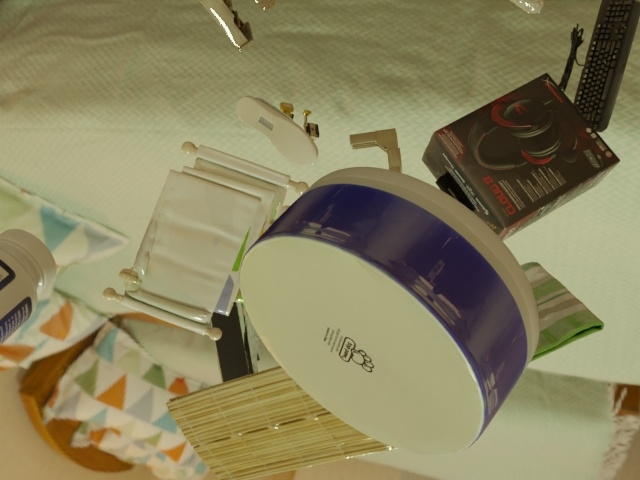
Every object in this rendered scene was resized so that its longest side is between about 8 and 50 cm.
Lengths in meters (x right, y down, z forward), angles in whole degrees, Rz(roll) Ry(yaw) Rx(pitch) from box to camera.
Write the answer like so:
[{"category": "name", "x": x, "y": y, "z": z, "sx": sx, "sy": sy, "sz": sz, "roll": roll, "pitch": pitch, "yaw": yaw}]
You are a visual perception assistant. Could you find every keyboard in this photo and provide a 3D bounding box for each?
[{"category": "keyboard", "x": 0.657, "y": -0.427, "z": 1.687, "sx": 0.033, "sy": 0.316, "sz": 0.201, "roll": 9, "pitch": -171, "yaw": -27}]

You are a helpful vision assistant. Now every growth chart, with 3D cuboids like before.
[{"category": "growth chart", "x": -0.129, "y": 0.006, "z": 0.805, "sx": 0.172, "sy": 0.021, "sz": 0.237, "roll": 27, "pitch": 104, "yaw": -9}]

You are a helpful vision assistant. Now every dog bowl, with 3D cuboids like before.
[{"category": "dog bowl", "x": 0.056, "y": 0.070, "z": 0.642, "sx": 0.265, "sy": 0.104, "sz": 0.264, "roll": 28, "pitch": 143, "yaw": 23}]

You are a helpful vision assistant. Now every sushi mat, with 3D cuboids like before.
[{"category": "sushi mat", "x": -0.057, "y": 0.235, "z": 0.902, "sx": 0.317, "sy": 0.019, "sz": 0.151, "roll": -23, "pitch": 106, "yaw": 32}]

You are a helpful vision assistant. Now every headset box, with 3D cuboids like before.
[{"category": "headset box", "x": 0.345, "y": -0.139, "z": 1.256, "sx": 0.218, "sy": 0.293, "sz": 0.110, "roll": 58, "pitch": 166, "yaw": 17}]

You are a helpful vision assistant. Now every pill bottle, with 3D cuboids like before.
[{"category": "pill bottle", "x": -0.389, "y": 0.069, "z": 0.777, "sx": 0.112, "sy": 0.186, "sz": 0.111, "roll": 10, "pitch": 124, "yaw": 16}]

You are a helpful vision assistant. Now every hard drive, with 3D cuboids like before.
[{"category": "hard drive", "x": -0.181, "y": 0.147, "z": 1.437, "sx": 0.064, "sy": 0.237, "sz": 0.338, "roll": -6, "pitch": 114, "yaw": 0}]

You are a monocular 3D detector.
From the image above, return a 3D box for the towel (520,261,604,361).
[{"category": "towel", "x": 0.230, "y": 0.078, "z": 0.783, "sx": 0.113, "sy": 0.152, "sz": 0.023, "roll": -26, "pitch": 114, "yaw": 0}]

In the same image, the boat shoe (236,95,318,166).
[{"category": "boat shoe", "x": -0.070, "y": -0.200, "z": 1.256, "sx": 0.184, "sy": 0.063, "sz": 0.066, "roll": 34, "pitch": 120, "yaw": 16}]

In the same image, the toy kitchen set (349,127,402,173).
[{"category": "toy kitchen set", "x": 0.091, "y": -0.126, "z": 1.099, "sx": 0.075, "sy": 0.083, "sz": 0.068, "roll": -7, "pitch": 175, "yaw": 9}]

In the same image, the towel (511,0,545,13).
[{"category": "towel", "x": 0.297, "y": -0.495, "z": 1.238, "sx": 0.187, "sy": 0.282, "sz": 0.049, "roll": 29, "pitch": 117, "yaw": -16}]

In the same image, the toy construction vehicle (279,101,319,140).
[{"category": "toy construction vehicle", "x": -0.050, "y": -0.225, "z": 1.377, "sx": 0.086, "sy": 0.098, "sz": 0.035, "roll": 4, "pitch": 149, "yaw": -25}]

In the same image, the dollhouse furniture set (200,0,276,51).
[{"category": "dollhouse furniture set", "x": -0.143, "y": -0.592, "z": 1.631, "sx": 0.242, "sy": 0.212, "sz": 0.161, "roll": -30, "pitch": 131, "yaw": 14}]
